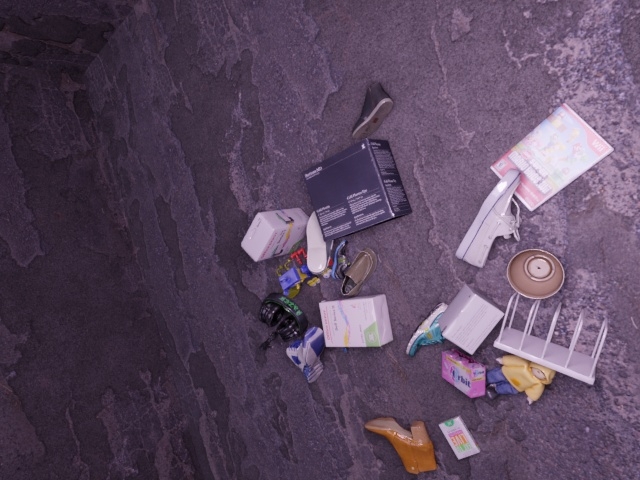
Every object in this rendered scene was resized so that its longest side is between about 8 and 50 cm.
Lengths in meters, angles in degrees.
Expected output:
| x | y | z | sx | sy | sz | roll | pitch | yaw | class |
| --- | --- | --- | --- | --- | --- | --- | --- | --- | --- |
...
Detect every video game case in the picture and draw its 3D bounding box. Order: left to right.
| x | y | z | sx | sy | sz | roll | pitch | yaw | class |
| --- | --- | --- | --- | --- | --- | --- | --- | --- | --- |
| 0.728 | -0.260 | 1.302 | 0.285 | 0.025 | 0.204 | -46 | 71 | 32 | video game case |

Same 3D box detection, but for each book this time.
| x | y | z | sx | sy | sz | roll | pitch | yaw | class |
| --- | --- | --- | --- | --- | --- | --- | --- | --- | --- |
| 0.553 | 0.781 | 1.617 | 0.096 | 0.035 | 0.144 | -39 | 74 | 30 | book |

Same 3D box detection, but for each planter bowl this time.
| x | y | z | sx | sy | sz | roll | pitch | yaw | class |
| --- | --- | --- | --- | --- | --- | --- | --- | --- | --- |
| 0.709 | 0.098 | 1.328 | 0.162 | 0.109 | 0.161 | 8 | 103 | 35 | planter bowl |

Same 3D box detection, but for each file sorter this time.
| x | y | z | sx | sy | sz | roll | pitch | yaw | class |
| --- | --- | --- | --- | --- | --- | --- | --- | --- | --- |
| 0.737 | 0.290 | 1.294 | 0.278 | 0.193 | 0.172 | 19 | 106 | 32 | file sorter |

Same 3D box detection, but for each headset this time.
| x | y | z | sx | sy | sz | roll | pitch | yaw | class |
| --- | --- | --- | --- | --- | --- | --- | --- | --- | --- |
| -0.209 | 0.411 | 1.985 | 0.243 | 0.185 | 0.394 | 39 | 144 | 8 | headset |

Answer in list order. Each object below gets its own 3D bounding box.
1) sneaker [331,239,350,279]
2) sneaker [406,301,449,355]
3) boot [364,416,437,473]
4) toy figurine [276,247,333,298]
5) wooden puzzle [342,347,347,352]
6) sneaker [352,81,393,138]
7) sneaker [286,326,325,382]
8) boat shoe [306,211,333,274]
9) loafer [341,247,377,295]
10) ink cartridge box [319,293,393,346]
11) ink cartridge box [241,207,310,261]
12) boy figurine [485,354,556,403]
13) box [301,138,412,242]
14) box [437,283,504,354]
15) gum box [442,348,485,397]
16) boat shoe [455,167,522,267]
| x | y | z | sx | sy | sz | roll | pitch | yaw | class |
| --- | --- | --- | --- | --- | --- | --- | --- | --- | --- |
| 0.100 | 0.085 | 1.806 | 0.078 | 0.067 | 0.187 | 12 | 105 | 12 | sneaker |
| 0.430 | 0.366 | 1.588 | 0.110 | 0.107 | 0.275 | 40 | 119 | 14 | sneaker |
| 0.339 | 0.883 | 1.744 | 0.296 | 0.104 | 0.210 | -12 | 91 | 33 | boot |
| -0.139 | 0.156 | 1.889 | 0.363 | 0.217 | 0.191 | -35 | 78 | 35 | toy figurine |
| 0.116 | 0.452 | 1.882 | 0.079 | 0.014 | 0.116 | 27 | 108 | 35 | wooden puzzle |
| 0.194 | -0.513 | 1.624 | 0.222 | 0.083 | 0.118 | -43 | 54 | 40 | sneaker |
| -0.085 | 0.527 | 1.945 | 0.182 | 0.128 | 0.315 | 31 | 134 | 32 | sneaker |
| 0.000 | 0.000 | 1.797 | 0.117 | 0.099 | 0.318 | 3 | 69 | 10 | boat shoe |
| 0.162 | 0.146 | 1.747 | 0.094 | 0.088 | 0.250 | 34 | 117 | 27 | loafer |
| 0.122 | 0.357 | 1.787 | 0.354 | 0.119 | 0.206 | -12 | 85 | 37 | ink cartridge box |
| -0.195 | -0.031 | 1.856 | 0.117 | 0.278 | 0.201 | 45 | 121 | 22 | ink cartridge box |
| 0.685 | 0.473 | 1.387 | 0.177 | 0.092 | 0.285 | 60 | 143 | 11 | boy figurine |
| 0.142 | -0.196 | 1.643 | 0.344 | 0.179 | 0.312 | -20 | 88 | 37 | box |
| 0.516 | 0.268 | 1.416 | 0.119 | 0.182 | 0.180 | 35 | 101 | 5 | box |
| 0.525 | 0.487 | 1.510 | 0.188 | 0.062 | 0.107 | -163 | 69 | -71 | gum box |
| 0.602 | -0.053 | 1.360 | 0.157 | 0.136 | 0.366 | 33 | 123 | 22 | boat shoe |
